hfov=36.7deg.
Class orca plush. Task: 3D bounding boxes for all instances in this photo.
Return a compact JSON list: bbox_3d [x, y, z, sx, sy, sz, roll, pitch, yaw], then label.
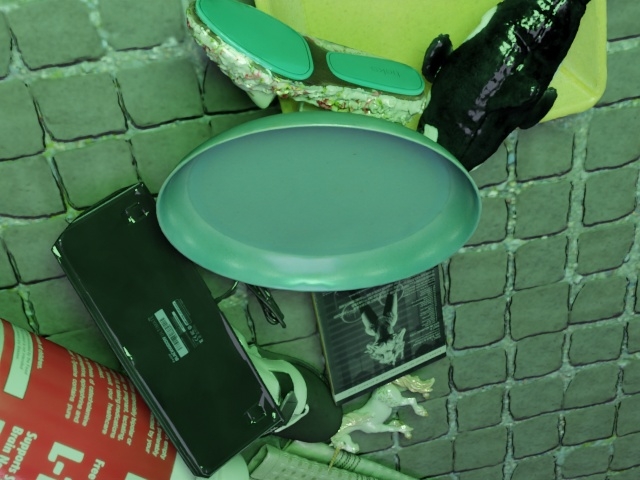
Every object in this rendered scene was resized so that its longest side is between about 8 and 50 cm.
[{"bbox_3d":[0.201,-0.156,0.903,0.287,0.102,0.151,-39,125,16],"label":"orca plush"}]

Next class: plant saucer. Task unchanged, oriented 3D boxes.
[{"bbox_3d":[-0.002,-0.037,0.958,0.318,0.043,0.317,-1,151,-1],"label":"plant saucer"},{"bbox_3d":[0.101,-0.248,0.927,0.333,0.081,0.332,-15,128,-2],"label":"plant saucer"}]

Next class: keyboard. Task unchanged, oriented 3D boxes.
[{"bbox_3d":[-0.135,0.080,1.056,0.201,0.033,0.317,-34,103,-25],"label":"keyboard"}]

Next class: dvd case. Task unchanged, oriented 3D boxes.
[{"bbox_3d":[0.075,0.095,1.189,0.165,0.018,0.221,-23,129,-14],"label":"dvd case"}]

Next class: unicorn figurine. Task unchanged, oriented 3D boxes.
[{"bbox_3d":[0.080,0.237,1.303,0.111,0.060,0.161,17,104,-23],"label":"unicorn figurine"}]

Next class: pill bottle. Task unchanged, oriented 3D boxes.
[{"bbox_3d":[-0.293,0.252,1.114,0.408,0.229,0.229,31,114,-30],"label":"pill bottle"}]

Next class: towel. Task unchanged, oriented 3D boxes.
[{"bbox_3d":[-0.030,0.419,1.420,0.324,0.056,0.312,23,121,-29],"label":"towel"}]

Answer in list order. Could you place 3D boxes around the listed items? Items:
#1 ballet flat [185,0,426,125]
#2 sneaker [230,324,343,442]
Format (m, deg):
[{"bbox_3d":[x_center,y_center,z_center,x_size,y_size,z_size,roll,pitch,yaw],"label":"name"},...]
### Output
[{"bbox_3d":[-0.017,-0.145,0.876,0.241,0.091,0.077,17,135,-20],"label":"ballet flat"},{"bbox_3d":[-0.092,0.198,1.175,0.330,0.146,0.122,35,111,-33],"label":"sneaker"}]
